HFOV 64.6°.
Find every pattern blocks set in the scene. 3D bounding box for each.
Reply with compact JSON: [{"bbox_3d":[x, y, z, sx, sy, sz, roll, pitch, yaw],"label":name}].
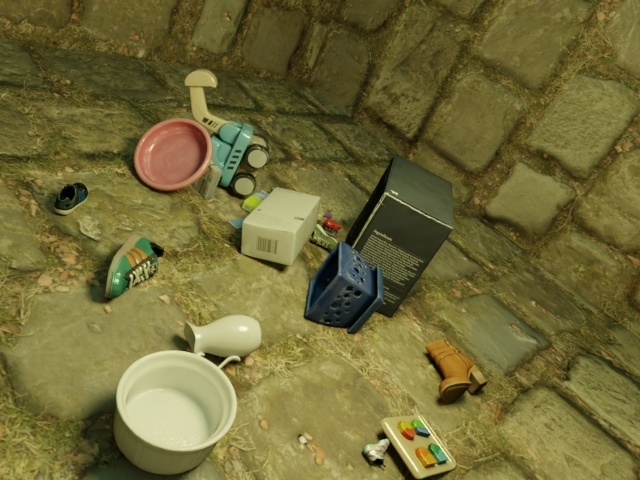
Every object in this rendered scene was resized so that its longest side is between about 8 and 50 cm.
[{"bbox_3d":[-0.075,-0.157,2.377,0.325,0.026,0.285,18,19,-28],"label":"pattern blocks set"}]

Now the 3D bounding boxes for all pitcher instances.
[{"bbox_3d":[-0.279,0.306,1.469,0.207,0.125,0.177,-2,60,-24],"label":"pitcher"}]

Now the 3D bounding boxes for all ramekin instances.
[{"bbox_3d":[-0.352,0.411,1.207,0.278,0.135,0.277,19,31,-12],"label":"ramekin"}]

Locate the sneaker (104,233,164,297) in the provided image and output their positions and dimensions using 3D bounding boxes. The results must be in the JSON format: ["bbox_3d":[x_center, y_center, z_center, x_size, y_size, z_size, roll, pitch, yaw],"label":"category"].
[{"bbox_3d":[-0.573,0.081,1.578,0.121,0.108,0.302,17,29,-9],"label":"sneaker"}]

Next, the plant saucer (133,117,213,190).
[{"bbox_3d":[-0.600,-0.348,2.100,0.332,0.332,0.084,38,-10,18],"label":"plant saucer"}]

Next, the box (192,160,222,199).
[{"bbox_3d":[-0.509,-0.287,2.174,0.186,0.145,0.038,42,30,26],"label":"box"}]

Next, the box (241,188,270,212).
[{"bbox_3d":[-0.267,-0.165,2.276,0.109,0.042,0.178,31,29,4],"label":"box"}]

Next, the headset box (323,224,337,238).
[{"bbox_3d":[0.040,-0.033,2.325,0.062,0.032,0.083,25,28,-3],"label":"headset box"}]

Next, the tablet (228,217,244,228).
[{"bbox_3d":[-0.337,-0.072,2.111,0.054,0.006,0.083,39,31,21],"label":"tablet"}]

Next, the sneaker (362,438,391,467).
[{"bbox_3d":[0.172,0.603,1.426,0.098,0.038,0.069,-5,45,-32],"label":"sneaker"}]

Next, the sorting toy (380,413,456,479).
[{"bbox_3d":[0.294,0.597,1.495,0.208,0.038,0.193,13,31,-46],"label":"sorting toy"}]

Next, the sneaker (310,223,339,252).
[{"bbox_3d":[0.000,0.000,2.217,0.086,0.064,0.192,-11,44,-40],"label":"sneaker"}]

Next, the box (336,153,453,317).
[{"bbox_3d":[0.300,-0.034,2.090,0.298,0.471,0.479,27,30,-1],"label":"box"}]

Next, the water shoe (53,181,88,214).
[{"bbox_3d":[-0.858,-0.163,1.763,0.073,0.080,0.203,19,30,-15],"label":"water shoe"}]

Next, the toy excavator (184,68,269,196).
[{"bbox_3d":[-0.428,-0.464,2.209,0.446,0.432,0.222,22,23,-17],"label":"toy excavator"}]

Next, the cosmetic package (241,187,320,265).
[{"bbox_3d":[-0.153,-0.068,2.058,0.218,0.156,0.385,12,29,8],"label":"cosmetic package"}]

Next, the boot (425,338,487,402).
[{"bbox_3d":[0.456,0.450,1.815,0.284,0.109,0.220,-1,41,-43],"label":"boot"}]

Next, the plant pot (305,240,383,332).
[{"bbox_3d":[0.098,0.180,1.845,0.212,0.235,0.235,28,29,-12],"label":"plant pot"}]
